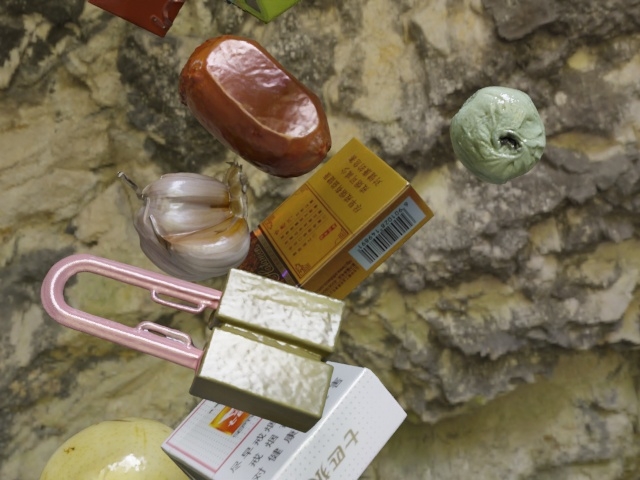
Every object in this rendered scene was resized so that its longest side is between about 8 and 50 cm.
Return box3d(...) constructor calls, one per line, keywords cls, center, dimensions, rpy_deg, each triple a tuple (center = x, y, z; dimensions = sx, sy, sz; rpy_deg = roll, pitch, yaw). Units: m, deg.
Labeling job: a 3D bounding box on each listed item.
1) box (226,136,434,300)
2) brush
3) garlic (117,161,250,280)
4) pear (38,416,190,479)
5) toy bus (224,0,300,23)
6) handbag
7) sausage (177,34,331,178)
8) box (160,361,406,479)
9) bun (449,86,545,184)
box3d(cls="box", center=(-0.001, 0.000, 1.560), dimensions=(0.415, 0.264, 0.116), rpy_deg=(-44, -52, 3))
box3d(cls="brush", center=(-0.102, 0.064, 0.586), dimensions=(0.233, 0.103, 0.047), rpy_deg=(19, -30, -7))
box3d(cls="garlic", center=(-0.195, -0.062, 1.140), dimensions=(0.207, 0.207, 0.257), rpy_deg=(-9, -42, 14))
box3d(cls="pear", center=(-0.340, 0.457, 1.296), dimensions=(0.309, 0.309, 0.309), rpy_deg=(-1, -29, 0))
box3d(cls="toy bus", center=(-0.014, -0.403, 0.946), dimensions=(0.262, 0.150, 0.128), rpy_deg=(-37, -42, -11))
box3d(cls="handbag", center=(-0.348, -0.483, 1.439), dimensions=(0.190, 0.063, 0.127), rpy_deg=(15, -64, -53))
box3d(cls="sausage", center=(-0.099, -0.205, 1.169), dimensions=(0.268, 0.153, 0.141), rpy_deg=(40, -17, 5))
box3d(cls="box", center=(-0.064, 0.255, 0.997), dimensions=(0.095, 0.210, 0.330), rpy_deg=(52, -25, -18))
box3d(cls="bun", center=(0.390, -0.231, 1.665), dimensions=(0.221, 0.108, 0.221), rpy_deg=(8, -65, 16))
